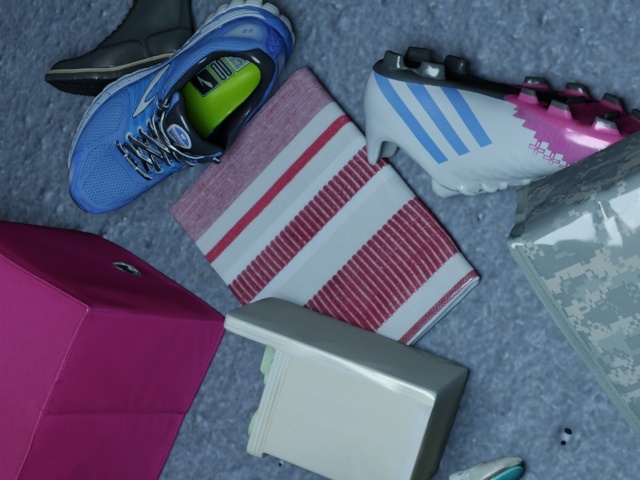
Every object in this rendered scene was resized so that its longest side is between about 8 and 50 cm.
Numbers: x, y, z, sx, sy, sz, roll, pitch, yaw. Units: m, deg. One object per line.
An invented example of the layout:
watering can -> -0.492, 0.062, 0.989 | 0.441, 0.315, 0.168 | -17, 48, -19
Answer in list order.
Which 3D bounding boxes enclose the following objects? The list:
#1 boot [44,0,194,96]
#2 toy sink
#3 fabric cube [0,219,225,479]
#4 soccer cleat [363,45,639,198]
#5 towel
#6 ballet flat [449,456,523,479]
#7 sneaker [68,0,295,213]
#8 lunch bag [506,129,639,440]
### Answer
boot -> -0.237, -0.252, 1.856 | 0.197, 0.077, 0.137 | -3, 78, 17
toy sink -> 0.012, 0.164, 1.576 | 0.234, 0.153, 0.131 | 20, 100, 15
fabric cube -> -0.313, 0.138, 1.745 | 0.254, 0.258, 0.259 | 30, 100, 30
soccer cleat -> 0.189, -0.099, 1.572 | 0.331, 0.116, 0.143 | 20, 113, 32
towel -> 0.000, 0.000, 1.705 | 0.237, 0.037, 0.329 | -46, 66, 16
ballet flat -> 0.138, 0.270, 1.583 | 0.168, 0.057, 0.052 | -48, 54, 17
sneaker -> -0.171, -0.138, 1.734 | 0.330, 0.147, 0.130 | -40, 110, 22
lunch bag -> 0.346, 0.041, 1.410 | 0.235, 0.169, 0.287 | -28, 104, 21
